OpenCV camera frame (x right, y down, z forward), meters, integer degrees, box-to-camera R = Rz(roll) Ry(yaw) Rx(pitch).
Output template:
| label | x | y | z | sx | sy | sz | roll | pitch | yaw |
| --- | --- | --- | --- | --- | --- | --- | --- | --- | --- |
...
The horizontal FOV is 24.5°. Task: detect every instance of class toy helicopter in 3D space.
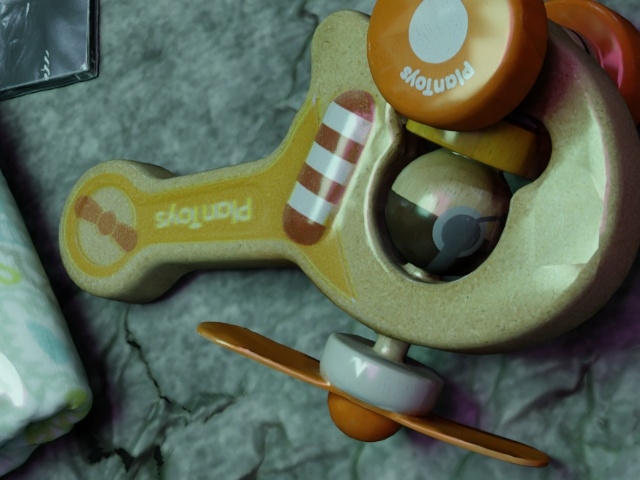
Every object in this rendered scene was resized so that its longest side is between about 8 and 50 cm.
| label | x | y | z | sx | sy | sz | roll | pitch | yaw |
| --- | --- | --- | --- | --- | --- | --- | --- | --- | --- |
| toy helicopter | 0.000 | 0.000 | 0.765 | 0.355 | 0.140 | 0.234 | -6 | 81 | 36 |

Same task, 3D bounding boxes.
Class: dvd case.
| label | x | y | z | sx | sy | sz | roll | pitch | yaw |
| --- | --- | --- | --- | --- | --- | --- | --- | --- | --- |
| dvd case | -0.218 | -0.195 | 0.971 | 0.165 | 0.018 | 0.221 | -10 | 71 | 24 |

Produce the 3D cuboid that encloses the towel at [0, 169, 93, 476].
| label | x | y | z | sx | sy | sz | roll | pitch | yaw |
| --- | --- | --- | --- | --- | --- | --- | --- | --- | --- |
| towel | -0.342 | 0.057 | 0.914 | 0.374 | 0.090 | 0.320 | -34 | 70 | 15 |
